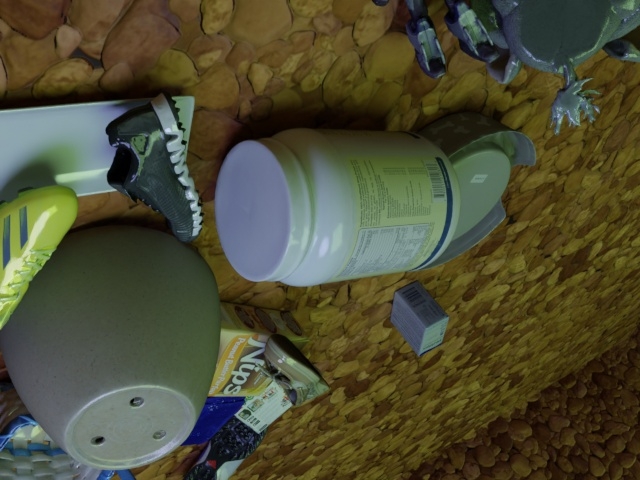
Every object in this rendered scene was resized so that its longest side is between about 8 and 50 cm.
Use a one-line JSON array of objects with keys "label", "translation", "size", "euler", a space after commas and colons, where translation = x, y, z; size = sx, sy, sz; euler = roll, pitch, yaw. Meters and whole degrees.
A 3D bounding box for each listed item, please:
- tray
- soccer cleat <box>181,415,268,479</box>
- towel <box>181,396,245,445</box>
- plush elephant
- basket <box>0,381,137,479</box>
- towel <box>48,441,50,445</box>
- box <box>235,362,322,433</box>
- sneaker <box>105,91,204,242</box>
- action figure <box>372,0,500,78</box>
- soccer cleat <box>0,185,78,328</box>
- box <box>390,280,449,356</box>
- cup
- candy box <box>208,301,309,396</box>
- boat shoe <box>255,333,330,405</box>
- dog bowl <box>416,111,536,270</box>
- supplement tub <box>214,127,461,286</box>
[{"label": "tray", "translation": [-0.295, -0.118, 0.825], "size": [0.271, 0.030, 0.145], "euler": [-13, 140, -31]}, {"label": "soccer cleat", "translation": [-0.233, 0.525, 1.647], "size": [0.318, 0.109, 0.116], "euler": [-53, 173, 11]}, {"label": "towel", "translation": [-0.314, 0.370, 1.378], "size": [0.308, 0.076, 0.227], "euler": [14, 122, -50]}, {"label": "plush elephant", "translation": [0.358, -0.341, 0.971], "size": [0.272, 0.255, 0.329], "euler": [-1, 110, 15]}, {"label": "basket", "translation": [-0.418, 0.365, 1.056], "size": [0.255, 0.289, 0.201], "euler": [22, 98, -44]}, {"label": "towel", "translation": [-0.475, 0.351, 1.249], "size": [0.067, 0.029, 0.119], "euler": [-3, 134, -38]}, {"label": "box", "translation": [-0.108, 0.344, 1.521], "size": [0.207, 0.036, 0.114], "euler": [-41, 114, 9]}, {"label": "sneaker", "translation": [-0.218, -0.078, 0.852], "size": [0.106, 0.078, 0.234], "euler": [-21, 141, -17]}, {"label": "action figure", "translation": [0.134, -0.345, 0.844], "size": [0.186, 0.099, 0.285], "euler": [-24, 135, 15]}, {"label": "soccer cleat", "translation": [-0.392, 0.043, 0.826], "size": [0.289, 0.121, 0.093], "euler": [-38, 156, 19]}, {"label": "box", "translation": [0.240, 0.192, 1.617], "size": [0.072, 0.126, 0.137], "euler": [-25, 146, -20]}, {"label": "cup", "translation": [-0.285, 0.178, 0.944], "size": [0.331, 0.237, 0.330], "euler": [-12, 129, -15]}, {"label": "candy box", "translation": [-0.189, 0.215, 1.286], "size": [0.183, 0.087, 0.317], "euler": [-49, 145, 17]}, {"label": "boat shoe", "translation": [-0.057, 0.268, 1.299], "size": [0.089, 0.104, 0.285], "euler": [-40, 148, -6]}, {"label": "dog bowl", "translation": [0.247, -0.097, 1.282], "size": [0.349, 0.102, 0.348], "euler": [-25, 146, -18]}, {"label": "supplement tub", "translation": [0.028, -0.053, 1.012], "size": [0.325, 0.235, 0.235], "euler": [-6, 136, -38]}]
